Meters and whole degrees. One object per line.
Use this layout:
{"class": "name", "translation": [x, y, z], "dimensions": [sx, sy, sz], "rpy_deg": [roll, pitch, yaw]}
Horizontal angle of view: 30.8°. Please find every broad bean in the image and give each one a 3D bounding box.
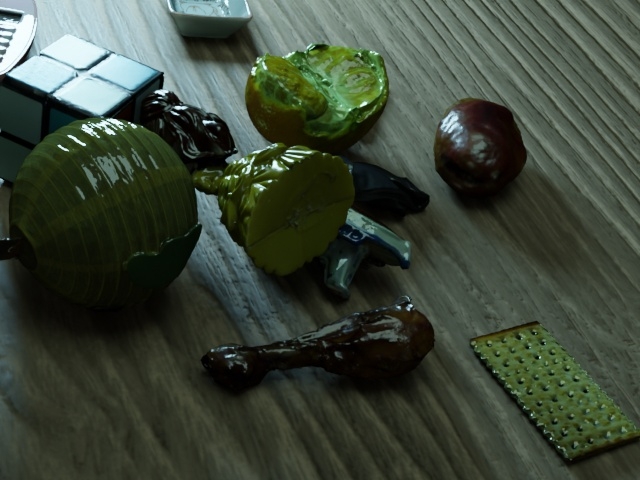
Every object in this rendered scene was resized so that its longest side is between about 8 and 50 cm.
{"class": "broad bean", "translation": [0.265, -0.160, 1.906], "dimensions": [0.156, 0.122, 0.228], "rpy_deg": [18, 41, 9]}

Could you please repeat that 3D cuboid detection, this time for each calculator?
{"class": "calculator", "translation": [-0.585, -0.334, 1.906], "dimensions": [0.220, 0.048, 0.329], "rpy_deg": [10, 32, -7]}

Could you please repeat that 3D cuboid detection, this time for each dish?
{"class": "dish", "translation": [-0.223, -0.449, 2.166], "dimensions": [0.154, 0.064, 0.234], "rpy_deg": [0, 40, -17]}

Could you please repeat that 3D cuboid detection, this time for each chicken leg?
{"class": "chicken leg", "translation": [-0.001, 0.140, 1.481], "dimensions": [0.304, 0.093, 0.113], "rpy_deg": [-7, 24, -14]}

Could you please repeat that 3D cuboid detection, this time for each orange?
{"class": "orange", "translation": [-0.009, -0.218, 1.862], "dimensions": [0.237, 0.158, 0.179], "rpy_deg": [-23, 54, -36]}

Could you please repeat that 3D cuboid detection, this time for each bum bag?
{"class": "bum bag", "translation": [0.059, -0.088, 1.764], "dimensions": [0.123, 0.060, 0.248], "rpy_deg": [36, 18, 33]}

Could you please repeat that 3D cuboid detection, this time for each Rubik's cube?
{"class": "Rubik's cube", "translation": [-0.347, -0.166, 1.672], "dimensions": [0.167, 0.180, 0.183], "rpy_deg": [23, 36, 11]}

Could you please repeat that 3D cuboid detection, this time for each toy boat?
{"class": "toy boat", "translation": [0.000, 0.000, 1.641], "dimensions": [0.262, 0.114, 0.115], "rpy_deg": [28, 74, 20]}

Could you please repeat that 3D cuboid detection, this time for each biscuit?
{"class": "biscuit", "translation": [0.309, 0.197, 1.550], "dimensions": [0.139, 0.016, 0.231], "rpy_deg": [-11, 44, -30]}

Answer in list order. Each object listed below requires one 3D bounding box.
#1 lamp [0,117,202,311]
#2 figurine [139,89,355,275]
{"class": "lamp", "translation": [-0.290, -0.024, 1.455], "dimensions": [0.284, 0.250, 0.250], "rpy_deg": [-24, 51, -36]}
{"class": "figurine", "translation": [-0.132, -0.089, 1.590], "dimensions": [0.315, 0.168, 0.187], "rpy_deg": [27, 67, 38]}
